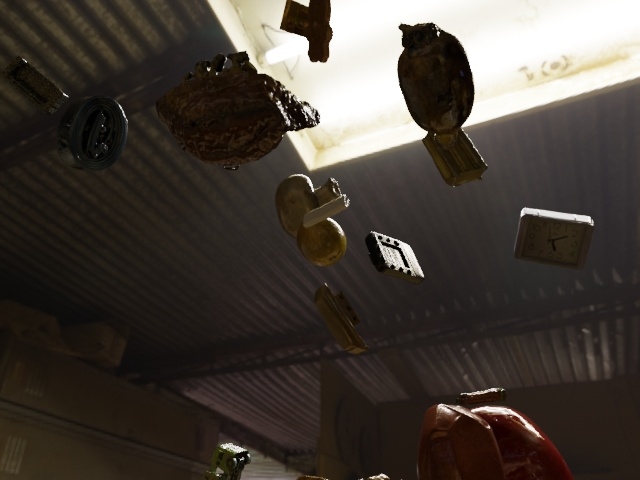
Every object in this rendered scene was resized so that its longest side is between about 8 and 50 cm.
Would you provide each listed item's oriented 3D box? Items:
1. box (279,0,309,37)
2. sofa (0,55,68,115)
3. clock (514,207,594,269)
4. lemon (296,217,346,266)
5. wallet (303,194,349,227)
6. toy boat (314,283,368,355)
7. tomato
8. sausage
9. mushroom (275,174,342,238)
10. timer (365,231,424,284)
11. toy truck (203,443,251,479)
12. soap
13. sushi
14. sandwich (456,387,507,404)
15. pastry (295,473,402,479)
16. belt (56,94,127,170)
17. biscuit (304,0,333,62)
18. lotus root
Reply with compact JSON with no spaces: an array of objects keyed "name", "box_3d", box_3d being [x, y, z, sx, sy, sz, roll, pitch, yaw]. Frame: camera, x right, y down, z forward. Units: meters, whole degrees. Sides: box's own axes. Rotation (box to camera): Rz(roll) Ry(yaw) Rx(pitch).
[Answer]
[{"name":"box","box_3d":[-0.055,-0.645,1.496,0.156,0.022,0.089,-10,-58,-55]},{"name":"sofa","box_3d":[-0.600,-0.324,1.072,0.118,0.060,0.039,42,-7,-7]},{"name":"clock","box_3d":[0.667,-0.007,1.463,0.193,0.073,0.145,10,-67,20]},{"name":"lemon","box_3d":[0.000,0.000,1.774,0.170,0.207,0.170,-19,-48,-23]},{"name":"wallet","box_3d":[0.014,-0.072,1.282,0.122,0.061,0.025,-25,-68,17]},{"name":"toy boat","box_3d":[0.055,0.202,1.301,0.077,0.200,0.057,-24,-11,-46]},{"name":"tomato","box_3d":[0.345,0.503,1.021,0.293,0.325,0.290,-21,-69,7]},{"name":"sausage","box_3d":[0.140,0.241,0.501,0.089,0.179,0.089,1,-43,1]},{"name":"mushroom","box_3d":[-0.042,-0.143,2.171,0.290,0.298,0.297,-16,-34,-2]},{"name":"timer","box_3d":[0.215,0.055,1.509,0.187,0.144,0.055,18,-50,-35]},{"name":"toy truck","box_3d":[-0.257,0.612,1.321,0.100,0.169,0.077,15,-4,30]},{"name":"soap","box_3d":[0.452,-0.295,1.734,0.135,0.233,0.076,-13,-32,-15]},{"name":"sushi","box_3d":[-0.161,-0.249,0.982,0.296,0.179,0.167,-10,-46,13]},{"name":"sandwich","box_3d":[0.312,0.305,0.990,0.101,0.026,0.069,-16,-17,20]},{"name":"pastry","box_3d":[0.064,0.406,0.701,0.250,0.154,0.102,-1,-52,11]},{"name":"belt","box_3d":[-0.554,-0.263,1.241,0.082,0.190,0.141,9,-9,36]},{"name":"biscuit","box_3d":[-0.003,-0.552,1.319,0.027,0.184,0.133,-9,11,-25]},{"name":"lotus root","box_3d":[0.269,-0.353,1.163,0.169,0.141,0.314,-31,-64,-14]}]
